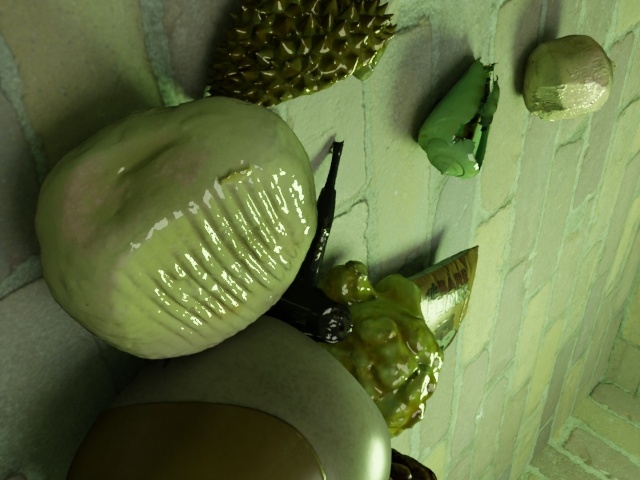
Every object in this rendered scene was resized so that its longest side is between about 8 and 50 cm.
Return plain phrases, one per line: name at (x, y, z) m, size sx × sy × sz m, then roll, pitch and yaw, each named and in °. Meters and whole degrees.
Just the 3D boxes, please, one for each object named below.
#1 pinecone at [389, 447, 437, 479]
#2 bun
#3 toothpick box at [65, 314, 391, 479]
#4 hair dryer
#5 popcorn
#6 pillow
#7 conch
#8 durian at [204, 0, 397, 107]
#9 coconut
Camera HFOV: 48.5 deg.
pinecone at (0.115, 0.663, 1.623) m, size 0.398 × 0.398 × 0.397 m, roll -32°, pitch 138°, yaw -34°
bun at (-0.164, -0.028, 0.859) m, size 0.361 × 0.213 × 0.361 m, roll -28°, pitch 149°, yaw -19°
toothpick box at (-0.136, 0.355, 1.004) m, size 0.425 × 0.409 × 0.408 m, roll -44°, pitch 144°, yaw -25°
hair dryer at (0.000, 0.000, 1.117) m, size 0.120 × 0.304 × 0.359 m, roll 14°, pitch 81°, yaw -14°
popcorn at (0.083, 0.229, 1.326) m, size 0.275 × 0.279 × 0.335 m, roll -8°, pitch 137°, yaw -27°
pillow at (0.231, 0.176, 1.601) m, size 0.310 × 0.119 × 0.312 m, roll -20°, pitch 132°, yaw -39°
conch at (0.277, -0.234, 1.322) m, size 0.250 × 0.137 × 0.143 m, roll -59°, pitch 146°, yaw 1°
durian at (-0.007, -0.259, 0.937) m, size 0.306 × 0.172 × 0.166 m, roll -46°, pitch 169°, yaw -32°
coconut at (0.540, -0.352, 1.534) m, size 0.194 × 0.194 × 0.194 m, roll -32°, pitch 138°, yaw -34°
